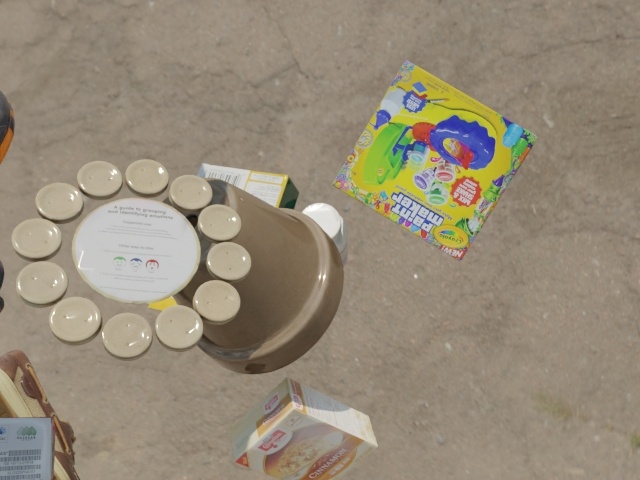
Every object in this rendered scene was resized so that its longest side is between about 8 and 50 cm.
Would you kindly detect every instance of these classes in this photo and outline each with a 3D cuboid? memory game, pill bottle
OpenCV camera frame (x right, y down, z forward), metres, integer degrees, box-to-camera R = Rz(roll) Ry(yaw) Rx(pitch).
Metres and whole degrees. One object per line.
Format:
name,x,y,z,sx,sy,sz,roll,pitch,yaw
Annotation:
memory game,-0.146,0.010,0.584,0.186,0.012,0.186,8,56,-12
pill bottle,0.000,0.000,1.664,0.124,0.221,0.124,-1,69,2

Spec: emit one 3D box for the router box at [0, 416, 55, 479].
router box,-0.491,0.274,0.797,0.301,0.336,0.082,-45,47,48

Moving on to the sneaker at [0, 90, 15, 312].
sneaker,-0.341,-0.011,0.654,0.321,0.180,0.124,-39,69,17

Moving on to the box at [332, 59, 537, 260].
box,0.223,-0.154,1.473,0.290,0.177,0.279,31,97,4

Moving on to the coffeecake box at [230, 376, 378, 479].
coffeecake box,-0.027,0.315,1.175,0.142,0.185,0.068,-45,34,20

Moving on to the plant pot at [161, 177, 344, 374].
plant pot,-0.129,0.033,1.063,0.263,0.229,0.263,-15,55,22

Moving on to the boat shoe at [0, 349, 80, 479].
boat shoe,-0.454,0.340,1.222,0.123,0.123,0.342,-23,99,28

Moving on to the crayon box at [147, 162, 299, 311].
crayon box,-0.189,0.015,1.474,0.203,0.083,0.322,10,70,21
